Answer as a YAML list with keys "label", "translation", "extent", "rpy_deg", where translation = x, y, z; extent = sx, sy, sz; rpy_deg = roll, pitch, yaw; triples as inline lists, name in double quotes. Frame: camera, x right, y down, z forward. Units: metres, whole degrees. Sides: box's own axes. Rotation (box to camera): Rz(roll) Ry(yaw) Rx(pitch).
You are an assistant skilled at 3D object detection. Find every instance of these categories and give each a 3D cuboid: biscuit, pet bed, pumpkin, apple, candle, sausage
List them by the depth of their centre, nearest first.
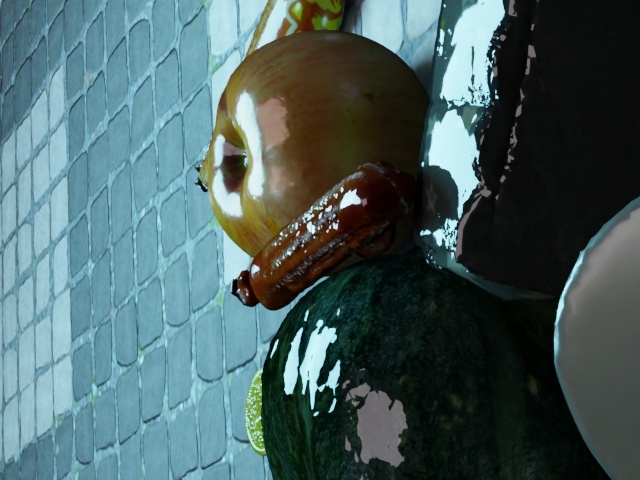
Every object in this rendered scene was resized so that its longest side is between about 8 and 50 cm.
- label: "pet bed"
  translation: [0.163, -0.063, 0.918]
  extent: [0.159, 0.183, 0.211]
  rpy_deg: [-157, 75, -71]
- label: "pumpkin"
  translation: [0.063, 0.134, 1.073]
  extent: [0.293, 0.197, 0.263]
  rpy_deg: [174, 98, -66]
- label: "candle"
  translation: [0.000, 0.000, 1.094]
  extent: [0.051, 0.048, 0.329]
  rpy_deg: [-57, 6, -18]
- label: "apple"
  translation: [-0.001, -0.067, 1.276]
  extent: [0.209, 0.164, 0.209]
  rpy_deg: [-177, 90, -66]
- label: "sausage"
  translation: [-0.041, -0.150, 1.475]
  extent: [0.264, 0.083, 0.083]
  rpy_deg: [-66, 31, 33]
- label: "biscuit"
  translation: [-0.044, 0.157, 1.486]
  extent: [0.084, 0.023, 0.084]
  rpy_deg: [-21, 67, 60]

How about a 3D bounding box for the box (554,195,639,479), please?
- label: "box"
  translation: [0.308, 0.055, 0.380]
  extent: [0.396, 0.111, 0.396]
  rpy_deg: [-40, 82, 31]
